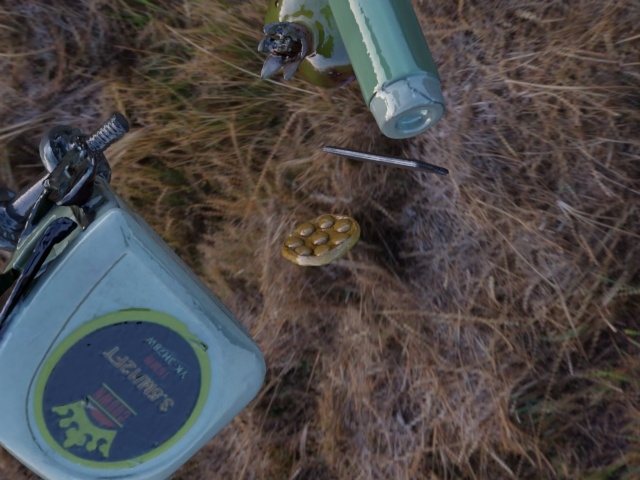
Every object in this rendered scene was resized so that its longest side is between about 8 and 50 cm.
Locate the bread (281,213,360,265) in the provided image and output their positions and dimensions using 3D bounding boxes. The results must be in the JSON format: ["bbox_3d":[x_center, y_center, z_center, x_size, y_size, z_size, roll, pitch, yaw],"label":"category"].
[{"bbox_3d":[0.000,0.000,1.271,0.110,0.110,0.024,-18,121,6],"label":"bread"}]

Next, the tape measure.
[{"bbox_3d":[-0.179,0.074,0.729,0.207,0.115,0.235,-40,124,-2],"label":"tape measure"}]

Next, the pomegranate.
[{"bbox_3d":[0.005,-0.208,0.972,0.129,0.159,0.129,5,132,5],"label":"pomegranate"}]

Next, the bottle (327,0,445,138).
[{"bbox_3d":[0.023,-0.080,0.369,0.030,0.030,0.083,-20,67,6],"label":"bottle"}]

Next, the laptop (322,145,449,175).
[{"bbox_3d":[0.109,-0.133,1.605,0.180,0.129,0.016,11,92,30],"label":"laptop"}]

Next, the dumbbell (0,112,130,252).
[{"bbox_3d":[-0.281,-0.050,0.973,0.254,0.081,0.082,-34,95,26],"label":"dumbbell"}]
